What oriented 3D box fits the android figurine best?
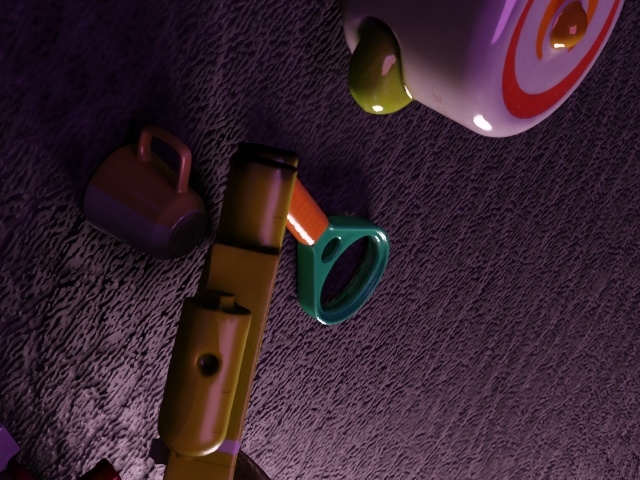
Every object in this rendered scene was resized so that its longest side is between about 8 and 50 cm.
[{"bbox_3d":[-0.067,0.074,1.051,0.248,0.056,0.272,-92,-164,-80],"label":"android figurine"}]

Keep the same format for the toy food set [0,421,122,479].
[{"bbox_3d":[-0.179,0.162,1.021,0.104,0.111,0.232,-37,151,-13],"label":"toy food set"}]

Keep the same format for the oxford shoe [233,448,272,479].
[{"bbox_3d":[-0.184,0.273,1.162,0.364,0.132,0.130,-26,161,-18],"label":"oxford shoe"}]

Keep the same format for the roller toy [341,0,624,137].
[{"bbox_3d":[0.124,-0.178,1.126,0.191,0.146,0.209,-19,134,-50],"label":"roller toy"}]

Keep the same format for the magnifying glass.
[{"bbox_3d":[0.000,0.000,1.253,0.092,0.026,0.231,-52,154,-8],"label":"magnifying glass"}]

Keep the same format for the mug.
[{"bbox_3d":[-0.107,-0.024,1.009,0.062,0.064,0.078,-43,150,-23],"label":"mug"}]
